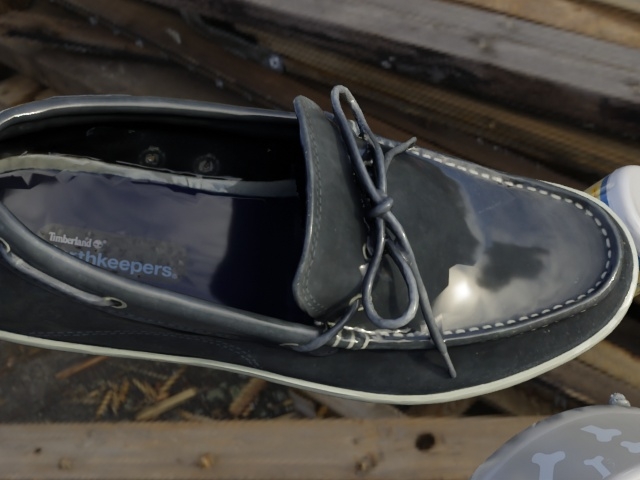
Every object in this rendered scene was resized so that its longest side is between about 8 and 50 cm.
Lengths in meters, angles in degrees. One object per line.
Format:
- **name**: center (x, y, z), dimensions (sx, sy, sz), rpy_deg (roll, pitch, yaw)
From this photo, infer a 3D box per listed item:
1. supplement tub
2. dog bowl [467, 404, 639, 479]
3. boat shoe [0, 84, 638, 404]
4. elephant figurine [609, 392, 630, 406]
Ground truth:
- **supplement tub**: center (0.344, 0.013, 1.263), dimensions (0.199, 0.144, 0.144), rpy_deg (-38, 22, 41)
- **dog bowl**: center (0.241, 0.303, 0.761), dimensions (0.348, 0.349, 0.102), rpy_deg (-31, 11, -20)
- **boat shoe**: center (0.000, 0.000, 0.674), dimensions (0.499, 0.156, 0.187), rpy_deg (5, 63, -15)
- **elephant figurine**: center (0.327, 0.339, 1.195), dimensions (0.239, 0.169, 0.186), rpy_deg (-25, 51, -33)
